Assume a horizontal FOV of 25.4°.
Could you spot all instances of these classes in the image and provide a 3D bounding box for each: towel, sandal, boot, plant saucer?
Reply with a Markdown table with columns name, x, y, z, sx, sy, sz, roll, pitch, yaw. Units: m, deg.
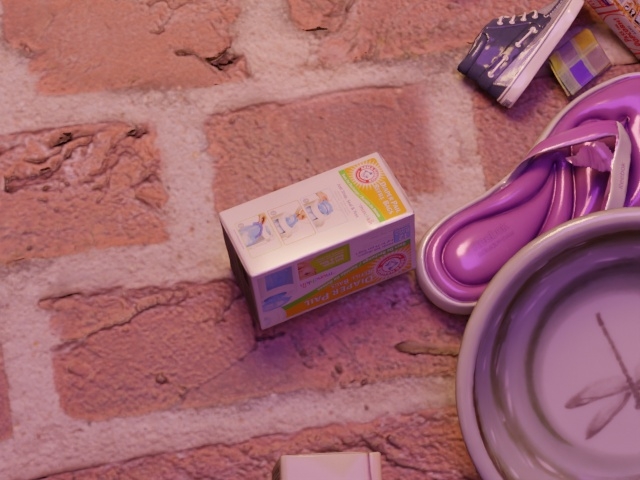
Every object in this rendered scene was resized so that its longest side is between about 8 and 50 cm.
| name | x | y | z | sx | sy | sz | roll | pitch | yaw |
| --- | --- | --- | --- | --- | --- | --- | --- | --- | --- |
| towel | 0.325 | -0.224 | 1.778 | 0.083 | 0.009 | 0.060 | -36 | 100 | -27 |
| sandal | 0.296 | -0.056 | 1.698 | 0.416 | 0.102 | 0.169 | -41 | 82 | -14 |
| boot | 0.253 | -0.263 | 1.767 | 0.086 | 0.069 | 0.190 | 36 | 75 | -1 |
| plant saucer | 0.349 | 0.155 | 1.608 | 0.400 | 0.100 | 0.400 | 0 | 99 | 0 |

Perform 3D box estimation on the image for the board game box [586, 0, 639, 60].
| name | x | y | z | sx | sy | sz | roll | pitch | yaw |
| --- | --- | --- | --- | --- | --- | --- | --- | --- | --- |
| board game box | 0.432 | -0.333 | 1.783 | 0.147 | 0.045 | 0.193 | 42 | 73 | -23 |

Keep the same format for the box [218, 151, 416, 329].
| name | x | y | z | sx | sy | sz | roll | pitch | yaw |
| --- | --- | --- | --- | --- | --- | --- | --- | --- | --- |
| box | 0.000 | 0.000 | 1.638 | 0.203 | 0.114 | 0.103 | -22 | 55 | -10 |

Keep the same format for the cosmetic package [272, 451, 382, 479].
| name | x | y | z | sx | sy | sz | roll | pitch | yaw |
| --- | --- | --- | --- | --- | --- | --- | --- | --- | --- |
| cosmetic package | 0.010 | 0.390 | 1.523 | 0.113 | 0.160 | 0.309 | -2 | 76 | -6 |
